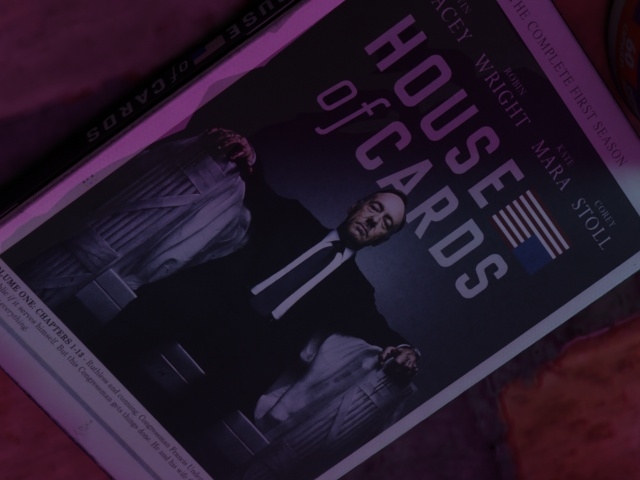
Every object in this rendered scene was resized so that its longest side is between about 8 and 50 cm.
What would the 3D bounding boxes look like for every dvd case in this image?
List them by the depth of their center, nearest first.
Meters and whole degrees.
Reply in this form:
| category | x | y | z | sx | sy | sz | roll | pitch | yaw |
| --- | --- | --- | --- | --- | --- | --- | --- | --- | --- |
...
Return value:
| category | x | y | z | sx | sy | sz | roll | pitch | yaw |
| --- | --- | --- | --- | --- | --- | --- | --- | --- | --- |
| dvd case | 0.000 | 0.000 | 0.647 | 0.239 | 0.029 | 0.179 | -35 | 121 | 6 |

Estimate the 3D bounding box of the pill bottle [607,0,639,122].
| category | x | y | z | sx | sy | sz | roll | pitch | yaw |
| --- | --- | --- | --- | --- | --- | --- | --- | --- | --- |
| pill bottle | 0.178 | -0.042 | 0.575 | 0.108 | 0.193 | 0.108 | -6 | 118 | -11 |
